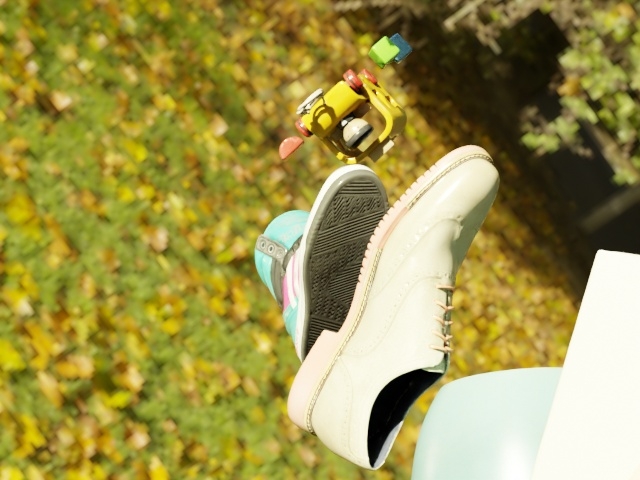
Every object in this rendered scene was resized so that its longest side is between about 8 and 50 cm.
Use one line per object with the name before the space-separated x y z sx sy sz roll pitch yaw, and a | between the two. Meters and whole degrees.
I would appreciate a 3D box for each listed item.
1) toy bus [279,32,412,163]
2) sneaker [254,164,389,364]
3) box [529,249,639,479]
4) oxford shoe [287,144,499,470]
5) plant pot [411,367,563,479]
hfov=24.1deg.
toy bus | 0.047 -0.148 1.908 0.104 0.202 0.191 47 -30 3
sneaker | 0.000 0.000 1.841 0.124 0.295 0.178 -6 38 -23
box | 0.252 0.179 1.178 0.121 0.311 0.148 10 -14 35
oxford shoe | 0.118 0.083 1.742 0.146 0.397 0.140 36 14 38
plant pot | 0.234 0.272 1.681 0.293 0.293 0.235 28 56 -61
